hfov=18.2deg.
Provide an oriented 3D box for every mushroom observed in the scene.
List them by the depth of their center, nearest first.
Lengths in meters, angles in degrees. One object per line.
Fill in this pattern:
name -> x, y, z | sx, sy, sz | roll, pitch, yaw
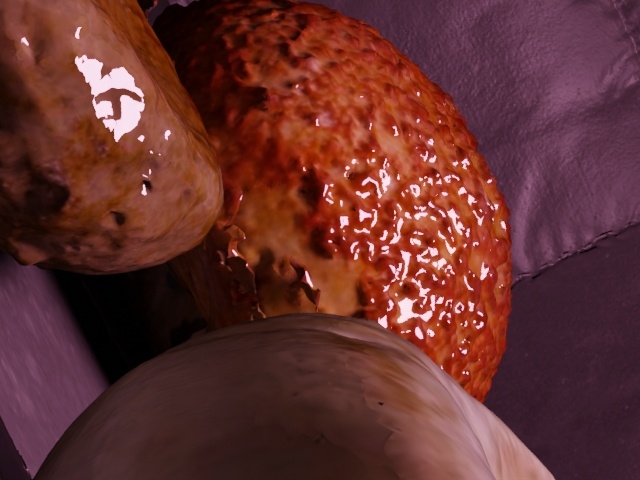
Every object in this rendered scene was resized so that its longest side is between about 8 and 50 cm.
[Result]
mushroom -> 0.038, 0.185, 0.646 | 0.352, 0.260, 0.352 | -21, 90, -83

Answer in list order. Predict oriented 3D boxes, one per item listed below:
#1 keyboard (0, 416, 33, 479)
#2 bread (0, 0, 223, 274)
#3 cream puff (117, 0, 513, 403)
keyboard -> -0.156, 0.042, 0.788 | 0.250, 0.017, 0.087 | 63, 5, 5
bread -> -0.144, -0.082, 0.988 | 0.230, 0.123, 0.230 | 58, 7, -11
cream puff -> -0.001, 0.002, 1.219 | 0.350, 0.228, 0.350 | 162, -90, -71
